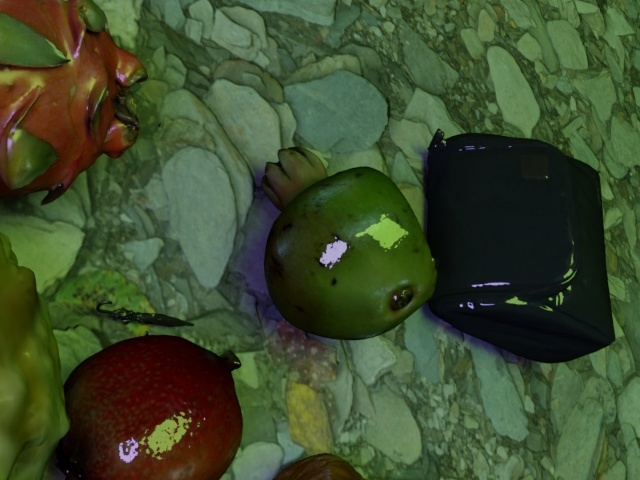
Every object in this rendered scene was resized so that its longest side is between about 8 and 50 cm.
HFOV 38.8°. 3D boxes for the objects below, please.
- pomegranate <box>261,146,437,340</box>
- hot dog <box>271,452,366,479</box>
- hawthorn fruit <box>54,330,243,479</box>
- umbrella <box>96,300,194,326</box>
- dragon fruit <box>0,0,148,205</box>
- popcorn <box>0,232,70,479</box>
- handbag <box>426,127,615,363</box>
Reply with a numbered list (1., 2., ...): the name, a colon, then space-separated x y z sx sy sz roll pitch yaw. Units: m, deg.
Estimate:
1. pomegranate: 0.006 0.001 1.009 0.159 0.190 0.241 -24 91 -20
2. hot dog: -0.024 0.357 0.804 0.405 0.223 0.185 -38 102 -43
3. hawthorn fruit: -0.142 0.163 0.813 0.188 0.169 0.169 -25 90 -29
4. umbrella: -0.178 0.079 0.924 0.122 0.022 0.013 21 33 -46
5. dragon fruit: -0.275 -0.134 0.790 0.227 0.224 0.224 -26 90 -38
6. popcorn: -0.321 0.111 0.624 0.279 0.274 0.335 -16 92 -73
7. handbag: 0.283 -0.009 1.260 0.275 0.178 0.302 24 58 -33
